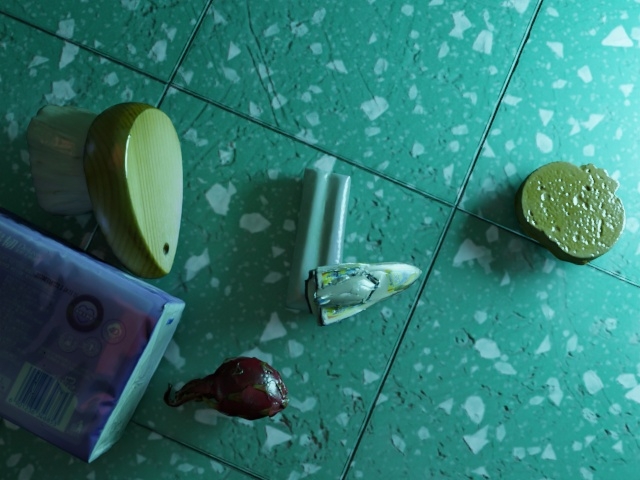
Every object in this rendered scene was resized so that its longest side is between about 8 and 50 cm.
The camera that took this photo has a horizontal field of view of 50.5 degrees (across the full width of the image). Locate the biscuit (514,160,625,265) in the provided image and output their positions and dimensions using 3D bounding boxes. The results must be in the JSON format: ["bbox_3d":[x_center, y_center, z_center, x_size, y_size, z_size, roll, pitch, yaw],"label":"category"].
[{"bbox_3d":[0.390,-0.049,1.059,0.170,0.050,0.170,1,74,-5],"label":"biscuit"}]

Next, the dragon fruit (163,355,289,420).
[{"bbox_3d":[-0.140,0.213,0.987,0.191,0.094,0.094,0,81,10],"label":"dragon fruit"}]

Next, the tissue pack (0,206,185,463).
[{"bbox_3d":[-0.395,0.117,0.954,0.338,0.160,0.242,27,86,4],"label":"tissue pack"}]

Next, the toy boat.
[{"bbox_3d":[0.067,0.064,1.006,0.210,0.066,0.084,-12,94,-29],"label":"toy boat"}]

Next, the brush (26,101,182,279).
[{"bbox_3d":[-0.307,-0.069,0.995,0.166,0.174,0.266,0,105,16],"label":"brush"}]

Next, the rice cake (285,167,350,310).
[{"bbox_3d":[-0.001,-0.001,1.043,0.080,0.042,0.221,7,81,1],"label":"rice cake"}]
